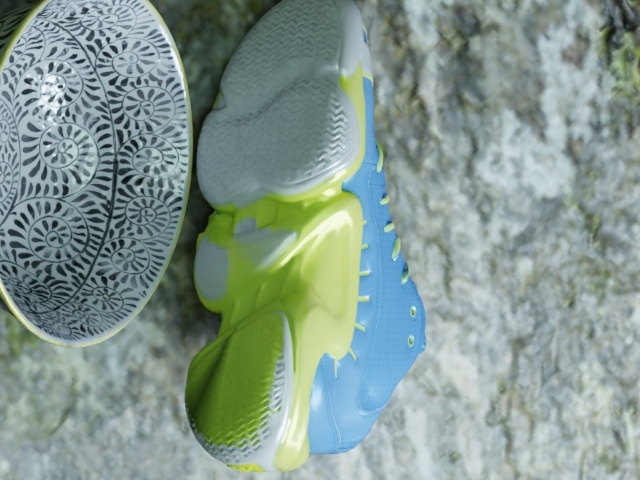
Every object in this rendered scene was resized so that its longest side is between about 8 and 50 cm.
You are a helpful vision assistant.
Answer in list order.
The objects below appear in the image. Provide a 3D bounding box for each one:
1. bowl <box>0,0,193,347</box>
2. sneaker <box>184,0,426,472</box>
[{"bbox_3d":[-0.136,-0.039,0.846,0.080,0.170,0.170,5,103,26],"label":"bowl"},{"bbox_3d":[0.000,0.000,0.923,0.126,0.091,0.240,18,82,-52],"label":"sneaker"}]
